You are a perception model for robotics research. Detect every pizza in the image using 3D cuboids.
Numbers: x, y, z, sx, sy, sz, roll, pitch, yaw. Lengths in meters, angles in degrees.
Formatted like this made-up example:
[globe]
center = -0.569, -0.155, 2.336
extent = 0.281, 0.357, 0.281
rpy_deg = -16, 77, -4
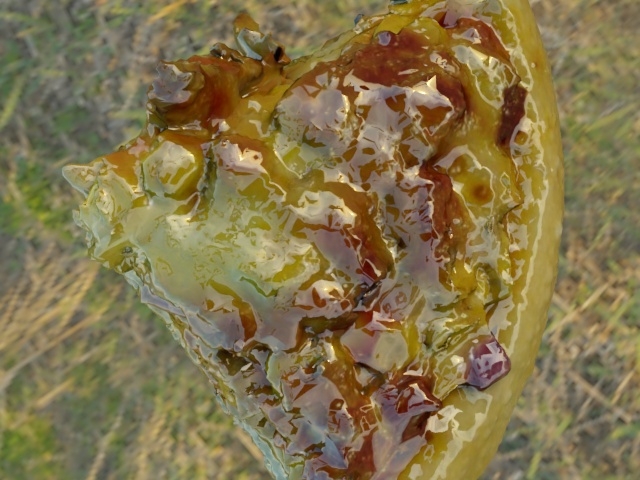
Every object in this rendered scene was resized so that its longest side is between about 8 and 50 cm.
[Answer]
[pizza]
center = 0.000, 0.000, 0.726
extent = 0.228, 0.081, 0.290
rpy_deg = 14, 91, -14
